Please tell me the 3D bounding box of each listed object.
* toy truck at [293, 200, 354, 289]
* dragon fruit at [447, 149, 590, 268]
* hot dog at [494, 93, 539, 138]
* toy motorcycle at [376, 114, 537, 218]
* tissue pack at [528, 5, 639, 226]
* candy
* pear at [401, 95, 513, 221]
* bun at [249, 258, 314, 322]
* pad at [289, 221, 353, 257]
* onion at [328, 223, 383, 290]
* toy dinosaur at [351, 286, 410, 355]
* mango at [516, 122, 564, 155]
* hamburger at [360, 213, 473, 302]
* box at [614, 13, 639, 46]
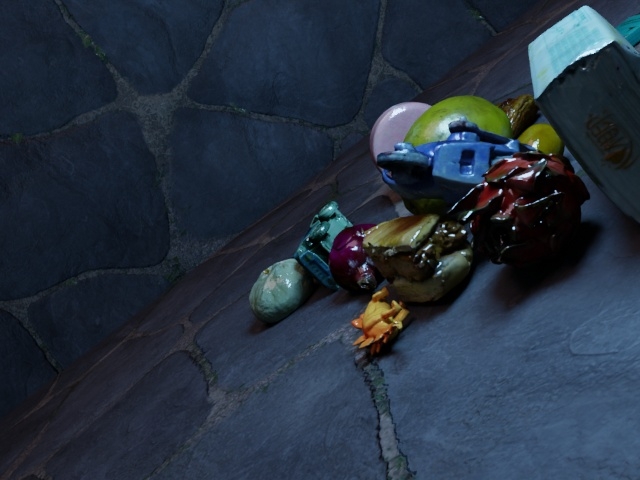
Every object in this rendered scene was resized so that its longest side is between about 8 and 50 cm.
[{"bbox_3d":[0.025,0.018,1.936,0.156,0.155,0.279,-42,10,23],"label":"toy truck"},{"bbox_3d":[0.332,-0.045,1.225,0.192,0.193,0.274,15,47,37],"label":"dragon fruit"},{"bbox_3d":[0.492,-0.312,1.967,0.160,0.099,0.227,-24,21,48],"label":"hot dog"},{"bbox_3d":[0.261,-0.112,1.434,0.241,0.319,0.182,95,-179,-57],"label":"toy motorcycle"},{"bbox_3d":[0.483,-0.220,1.219,0.162,0.287,0.388,-38,10,26],"label":"tissue pack"},{"bbox_3d":[0.259,-0.271,2.126,0.255,0.255,0.094,-37,12,2],"label":"candy"},{"bbox_3d":[0.304,-0.186,1.697,0.307,0.253,0.253,-47,13,0],"label":"pear"},{"bbox_3d":[-0.114,0.130,1.983,0.195,0.118,0.195,-35,16,12],"label":"bun"},{"bbox_3d":[0.000,0.000,2.397,0.163,0.004,0.243,-43,14,-23],"label":"pad"},{"bbox_3d":[0.091,0.041,1.694,0.173,0.135,0.198,-37,14,13],"label":"onion"},{"bbox_3d":[0.109,0.160,1.378,0.117,0.070,0.288,-47,7,7],"label":"toy dinosaur"},{"bbox_3d":[0.428,-0.152,1.560,0.227,0.099,0.136,-46,18,-3],"label":"mango"},{"bbox_3d":[0.187,0.024,1.450,0.245,0.155,0.282,-28,12,25],"label":"hamburger"},{"bbox_3d":[0.818,-0.548,2.037,0.226,0.042,0.161,-38,11,-3],"label":"box"}]
